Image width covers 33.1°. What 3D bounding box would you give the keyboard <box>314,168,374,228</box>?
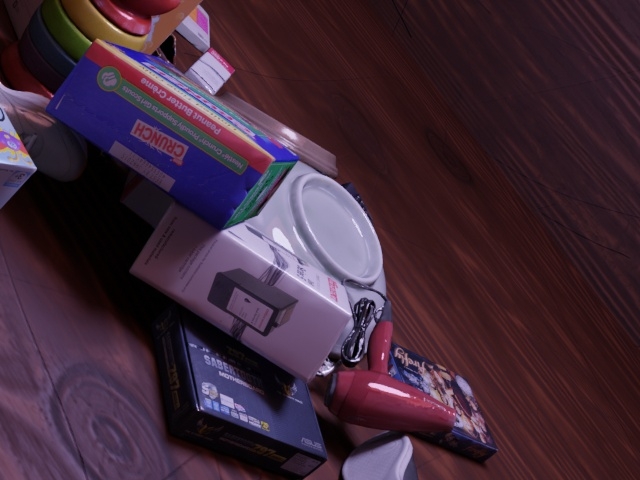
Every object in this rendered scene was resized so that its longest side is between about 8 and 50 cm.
[{"bbox_3d":[0.031,-0.057,2.082,0.202,0.033,0.317,56,20,-9],"label":"keyboard"}]

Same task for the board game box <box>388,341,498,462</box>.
[{"bbox_3d":[0.197,0.279,1.865,0.243,0.042,0.165,29,30,-41],"label":"board game box"}]

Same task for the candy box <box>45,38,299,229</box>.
[{"bbox_3d":[-0.181,-0.141,1.442,0.268,0.122,0.317,35,8,1],"label":"candy box"}]

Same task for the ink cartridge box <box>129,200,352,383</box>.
[{"bbox_3d":[-0.100,0.054,1.445,0.272,0.115,0.198,33,7,-6],"label":"ink cartridge box"}]

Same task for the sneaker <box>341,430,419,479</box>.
[{"bbox_3d":[0.107,0.377,1.482,0.296,0.104,0.147,-91,156,-75],"label":"sneaker"}]

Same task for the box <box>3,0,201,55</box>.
[{"bbox_3d":[-0.308,-0.442,1.690,0.215,0.345,0.168,19,36,-50],"label":"box"}]

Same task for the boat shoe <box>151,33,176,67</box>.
[{"bbox_3d":[-0.287,-0.341,1.931,0.073,0.073,0.207,34,25,-31],"label":"boat shoe"}]

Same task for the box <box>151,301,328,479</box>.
[{"bbox_3d":[-0.105,0.197,1.405,0.232,0.059,0.183,31,27,-38],"label":"box"}]

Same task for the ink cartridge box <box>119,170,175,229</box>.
[{"bbox_3d":[-0.227,-0.093,1.640,0.115,0.067,0.198,39,24,-21],"label":"ink cartridge box"}]

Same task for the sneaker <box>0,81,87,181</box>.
[{"bbox_3d":[-0.420,-0.153,1.363,0.262,0.099,0.121,38,31,-7],"label":"sneaker"}]

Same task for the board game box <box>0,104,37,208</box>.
[{"bbox_3d":[-0.460,-0.146,1.186,0.275,0.142,0.144,57,23,19],"label":"board game box"}]

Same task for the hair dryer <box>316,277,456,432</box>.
[{"bbox_3d":[0.085,0.179,1.590,0.223,0.080,0.293,-31,66,-31],"label":"hair dryer"}]

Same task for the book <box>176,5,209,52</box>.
[{"bbox_3d":[-0.267,-0.454,2.211,0.096,0.035,0.144,40,24,-29],"label":"book"}]

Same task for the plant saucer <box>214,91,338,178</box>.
[{"bbox_3d":[-0.081,-0.199,1.983,0.277,0.041,0.278,30,4,-2],"label":"plant saucer"}]

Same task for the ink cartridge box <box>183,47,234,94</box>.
[{"bbox_3d":[-0.221,-0.264,1.875,0.063,0.109,0.150,46,22,-10],"label":"ink cartridge box"}]

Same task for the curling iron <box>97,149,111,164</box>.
[{"bbox_3d":[-0.297,-0.178,1.692,0.068,0.035,0.274,44,22,-11],"label":"curling iron"}]

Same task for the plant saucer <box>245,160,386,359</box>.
[{"bbox_3d":[0.000,0.000,1.799,0.400,0.100,0.401,38,32,-30],"label":"plant saucer"}]

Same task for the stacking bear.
[{"bbox_3d":[-0.310,-0.315,1.548,0.164,0.289,0.175,30,29,-39],"label":"stacking bear"}]
